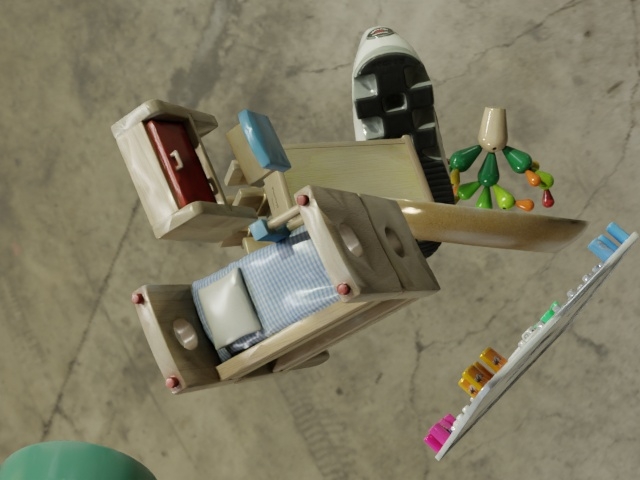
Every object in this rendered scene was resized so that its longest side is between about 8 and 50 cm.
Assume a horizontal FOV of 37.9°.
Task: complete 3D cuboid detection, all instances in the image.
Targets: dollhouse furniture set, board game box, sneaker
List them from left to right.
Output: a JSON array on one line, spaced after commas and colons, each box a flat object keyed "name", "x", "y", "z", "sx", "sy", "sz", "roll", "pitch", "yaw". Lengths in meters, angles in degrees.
[{"name": "dollhouse furniture set", "x": -0.043, "y": -0.022, "z": 0.561, "sx": 0.129, "sy": 0.129, "sz": 0.183, "roll": -31, "pitch": 76, "yaw": 22}, {"name": "dollhouse furniture set", "x": 0.000, "y": 0.000, "z": 1.025, "sx": 0.242, "sy": 0.161, "sz": 0.212, "roll": 122, "pitch": 137, "yaw": -55}, {"name": "sneaker", "x": 0.102, "y": -0.122, "z": 1.207, "sx": 0.123, "sy": 0.146, "sz": 0.330, "roll": -6, "pitch": 125, "yaw": 0}, {"name": "board game box", "x": 0.344, "y": 0.178, "z": 1.577, "sx": 0.050, "sy": 0.390, "sz": 0.390, "roll": 42, "pitch": 158, "yaw": 16}]

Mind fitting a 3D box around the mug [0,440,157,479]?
[{"name": "mug", "x": -0.204, "y": 0.233, "z": 0.710, "sx": 0.158, "sy": 0.097, "sz": 0.129, "roll": -22, "pitch": 129, "yaw": 21}]

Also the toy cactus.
[{"name": "toy cactus", "x": 0.288, "y": -0.133, "z": 1.559, "sx": 0.219, "sy": 0.112, "sz": 0.180, "roll": 5, "pitch": 104, "yaw": 7}]

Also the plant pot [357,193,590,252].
[{"name": "plant pot", "x": 0.110, "y": -0.016, "z": 0.807, "sx": 0.236, "sy": 0.236, "sz": 0.032, "roll": 8, "pitch": 94, "yaw": 36}]
